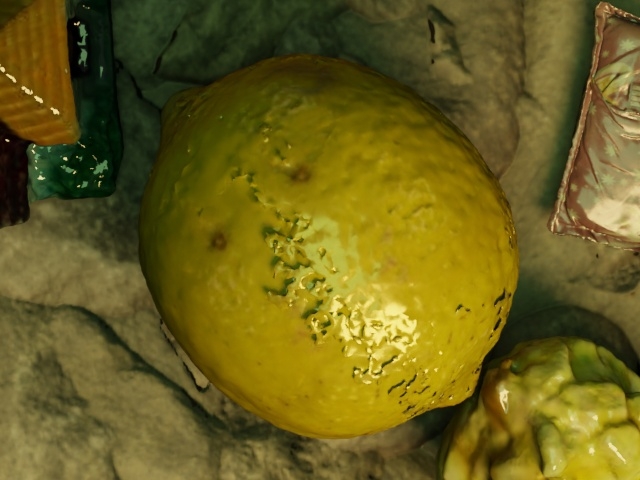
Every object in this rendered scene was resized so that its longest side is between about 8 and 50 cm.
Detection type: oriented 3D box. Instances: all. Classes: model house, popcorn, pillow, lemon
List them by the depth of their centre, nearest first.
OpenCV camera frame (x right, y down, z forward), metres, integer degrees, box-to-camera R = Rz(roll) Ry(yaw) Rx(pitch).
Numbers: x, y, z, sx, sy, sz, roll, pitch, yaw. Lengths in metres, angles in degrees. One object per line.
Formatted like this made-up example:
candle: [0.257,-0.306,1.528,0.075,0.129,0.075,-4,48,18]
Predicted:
model house: [-0.276,-0.144,1.442,0.230,0.249,0.280,-6,95,1]
lemon: [0.000,0.000,1.444,0.258,0.258,0.310,-43,83,5]
popcorn: [0.177,0.165,1.487,0.167,0.187,0.185,26,91,-4]
pillow: [0.245,-0.082,1.537,0.118,0.043,0.185,13,99,-6]
